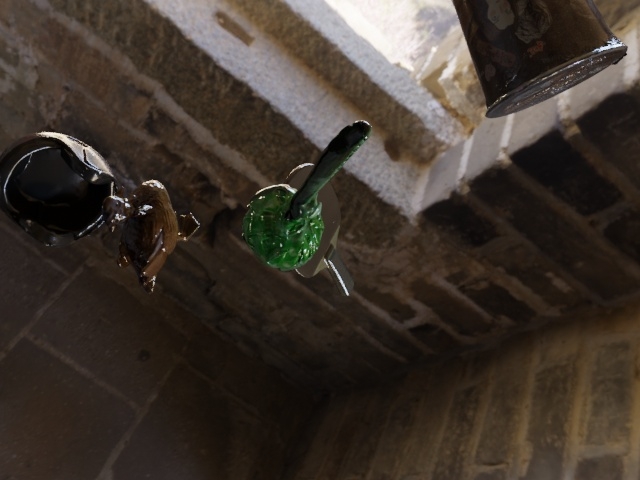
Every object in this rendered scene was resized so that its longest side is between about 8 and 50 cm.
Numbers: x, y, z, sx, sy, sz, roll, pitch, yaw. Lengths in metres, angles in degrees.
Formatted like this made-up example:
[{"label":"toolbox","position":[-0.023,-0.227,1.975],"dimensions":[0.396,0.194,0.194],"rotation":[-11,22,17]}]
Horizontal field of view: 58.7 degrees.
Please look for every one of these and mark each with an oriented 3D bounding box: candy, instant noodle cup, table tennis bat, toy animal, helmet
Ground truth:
[{"label":"candy","position":[-0.014,-0.037,0.531],"dimensions":[0.097,0.323,0.097],"rotation":[3,76,-14]},{"label":"instant noodle cup","position":[0.316,-0.325,0.866],"dimensions":[0.217,0.217,0.207],"rotation":[-19,84,-43]},{"label":"table tennis bat","position":[0.000,0.000,0.897],"dimensions":[0.154,0.021,0.274],"rotation":[-62,143,-29]},{"label":"toy animal","position":[-0.275,0.000,0.874],"dimensions":[0.179,0.089,0.188],"rotation":[-10,113,-68]},{"label":"helmet","position":[-0.488,-0.100,1.054],"dimensions":[0.216,0.189,0.193],"rotation":[31,9,-41]}]
